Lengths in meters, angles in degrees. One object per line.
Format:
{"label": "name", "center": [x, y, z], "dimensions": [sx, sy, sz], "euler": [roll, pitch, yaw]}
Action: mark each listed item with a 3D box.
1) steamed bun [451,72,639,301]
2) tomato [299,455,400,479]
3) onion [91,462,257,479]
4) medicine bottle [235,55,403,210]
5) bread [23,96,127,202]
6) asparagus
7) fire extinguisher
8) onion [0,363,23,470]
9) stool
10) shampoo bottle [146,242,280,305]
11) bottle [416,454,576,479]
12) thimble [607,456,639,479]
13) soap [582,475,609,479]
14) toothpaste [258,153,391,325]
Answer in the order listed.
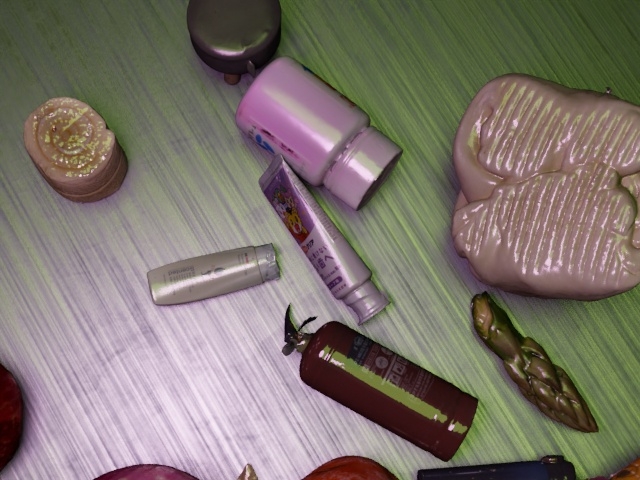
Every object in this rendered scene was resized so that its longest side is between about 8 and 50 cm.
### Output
{"label": "steamed bun", "center": [0.396, -0.067, 1.572], "dimensions": [0.367, 0.255, 0.342], "euler": [20, 96, 32]}
{"label": "tomato", "center": [0.034, 0.435, 1.482], "dimensions": [0.188, 0.232, 0.232], "euler": [-8, 74, 39]}
{"label": "onion", "center": [-0.228, 0.491, 1.431], "dimensions": [0.358, 0.345, 0.358], "euler": [-2, 82, 16]}
{"label": "medicine bottle", "center": [-0.002, -0.173, 1.635], "dimensions": [0.254, 0.152, 0.152], "euler": [39, 80, 6]}
{"label": "bread", "center": [-0.396, -0.143, 1.623], "dimensions": [0.148, 0.141, 0.134], "euler": [35, 78, 7]}
{"label": "asparagus", "center": [0.335, 0.205, 1.601], "dimensions": [0.080, 0.080, 0.287], "euler": [-43, 83, -9]}
{"label": "fire extinguisher", "center": [0.078, 0.212, 1.579], "dimensions": [0.337, 0.135, 0.114], "euler": [28, 121, 4]}
{"label": "onion", "center": [-0.576, 0.272, 1.508], "dimensions": [0.246, 0.190, 0.246], "euler": [0, 91, 12]}
{"label": "stool", "center": [-0.139, -0.375, 1.679], "dimensions": [0.153, 0.139, 0.228], "euler": [6, 77, -1]}
{"label": "shampoo bottle", "center": [-0.173, 0.055, 1.633], "dimensions": [0.212, 0.049, 0.072], "euler": [-15, 75, -5]}
{"label": "bottle", "center": [0.274, 0.381, 1.562], "dimensions": [0.244, 0.072, 0.082], "euler": [-3, 80, -3]}
{"label": "thimble", "center": [0.524, 0.403, 1.536], "dimensions": [0.118, 0.127, 0.151], "euler": [-29, 88, -8]}
{"label": "soap", "center": [0.385, 0.475, 1.498], "dimensions": [0.162, 0.099, 0.250], "euler": [20, 90, -9]}
{"label": "toothpaste", "center": [0.000, 0.000, 1.629], "dimensions": [0.073, 0.114, 0.299], "euler": [-34, 84, -28]}
